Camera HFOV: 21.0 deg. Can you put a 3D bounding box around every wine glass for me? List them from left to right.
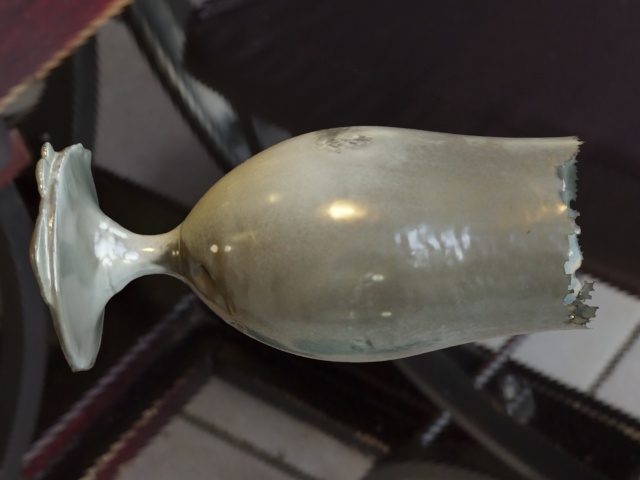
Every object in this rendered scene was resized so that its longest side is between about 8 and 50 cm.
[{"bbox_3d":[0.000,0.000,0.713,0.222,0.103,0.103,-3,45,3],"label":"wine glass"}]
